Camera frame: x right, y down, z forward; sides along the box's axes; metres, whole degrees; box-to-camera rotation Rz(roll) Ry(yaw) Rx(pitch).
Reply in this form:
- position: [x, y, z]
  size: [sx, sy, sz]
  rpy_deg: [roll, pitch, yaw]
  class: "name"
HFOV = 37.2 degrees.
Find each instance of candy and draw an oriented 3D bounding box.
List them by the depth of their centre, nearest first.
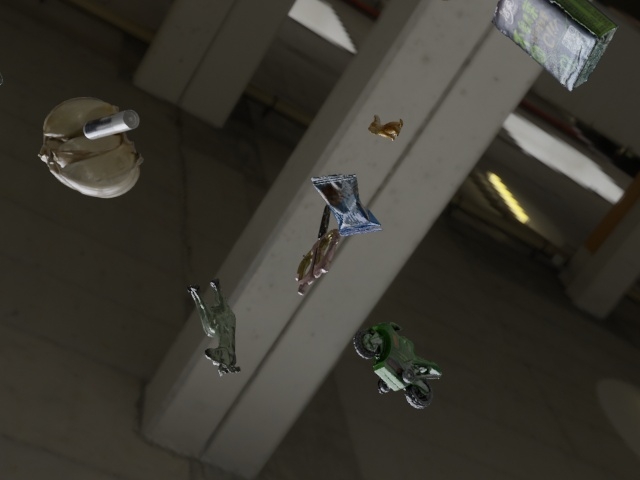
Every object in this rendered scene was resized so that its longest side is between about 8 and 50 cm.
- position: [0.048, -0.064, 1.679]
  size: [0.136, 0.088, 0.038]
  rpy_deg: [61, -140, -29]
  class: "candy"

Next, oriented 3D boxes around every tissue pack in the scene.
- position: [0.458, -0.430, 1.885]
  size: [0.073, 0.173, 0.235]
  rpy_deg: [-34, -111, -22]
  class: "tissue pack"

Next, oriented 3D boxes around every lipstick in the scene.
- position: [-0.420, -0.231, 1.904]
  size: [0.141, 0.040, 0.040]
  rpy_deg: [-6, 169, 41]
  class: "lipstick"

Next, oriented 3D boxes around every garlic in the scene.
- position: [-0.530, -0.198, 2.145]
  size: [0.203, 0.184, 0.281]
  rpy_deg: [-18, -109, -23]
  class: "garlic"

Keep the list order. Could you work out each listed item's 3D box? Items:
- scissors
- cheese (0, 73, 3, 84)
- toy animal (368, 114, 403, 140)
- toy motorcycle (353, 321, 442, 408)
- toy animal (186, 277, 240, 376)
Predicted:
- position: [0.000, 0.000, 2.178]
  size: [0.024, 0.160, 0.317]
  rpy_deg: [35, -149, -16]
  class: "scissors"
- position: [-0.753, -0.307, 1.924]
  size: [0.050, 0.235, 0.127]
  rpy_deg: [-106, 1, -68]
  class: "cheese"
- position: [0.169, -0.302, 2.521]
  size: [0.083, 0.081, 0.060]
  rpy_deg: [21, -122, -15]
  class: "toy animal"
- position: [0.134, 0.208, 1.670]
  size: [0.190, 0.074, 0.106]
  rpy_deg: [44, -135, -15]
  class: "toy motorcycle"
- position: [-0.197, 0.162, 1.817]
  size: [0.217, 0.073, 0.176]
  rpy_deg: [177, 78, -82]
  class: "toy animal"
